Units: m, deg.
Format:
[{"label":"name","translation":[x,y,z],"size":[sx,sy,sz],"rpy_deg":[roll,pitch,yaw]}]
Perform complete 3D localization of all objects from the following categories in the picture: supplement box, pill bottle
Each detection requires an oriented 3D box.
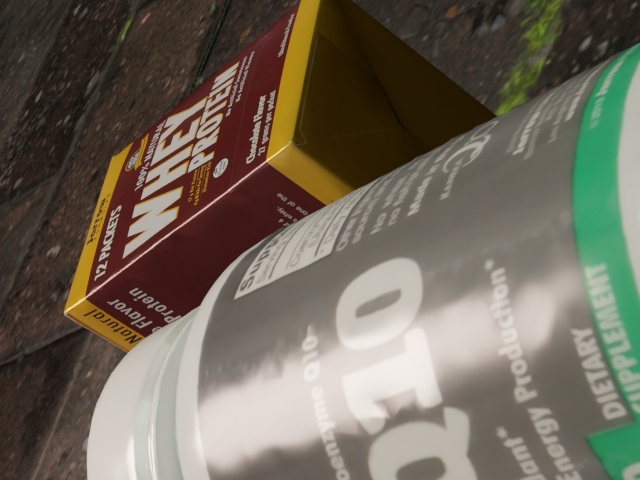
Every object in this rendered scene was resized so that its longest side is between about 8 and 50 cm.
[{"label":"supplement box","translation":[0.000,0.000,0.839],"size":[0.194,0.191,0.129],"rpy_deg":[-35,32,37]},{"label":"pill bottle","translation":[0.069,0.064,0.633],"size":[0.361,0.204,0.204],"rpy_deg":[-28,37,44]}]
